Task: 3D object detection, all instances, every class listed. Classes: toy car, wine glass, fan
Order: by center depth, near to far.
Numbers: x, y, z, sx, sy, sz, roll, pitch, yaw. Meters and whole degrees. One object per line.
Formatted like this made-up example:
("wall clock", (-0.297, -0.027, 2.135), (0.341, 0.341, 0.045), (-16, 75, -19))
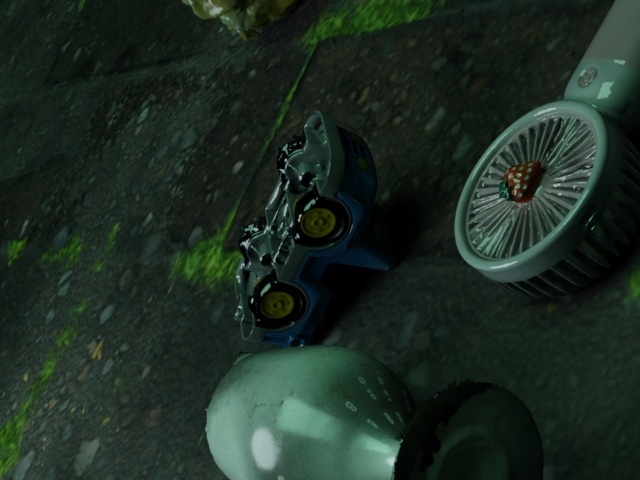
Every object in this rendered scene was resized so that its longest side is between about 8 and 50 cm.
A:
("wine glass", (0.025, 0.132, 0.936), (0.241, 0.126, 0.126), (7, 67, 56))
("fan", (0.178, -0.076, 0.963), (0.244, 0.074, 0.130), (-61, 28, -9))
("toy car", (0.000, 0.000, 1.149), (0.097, 0.100, 0.191), (-104, 33, -53))

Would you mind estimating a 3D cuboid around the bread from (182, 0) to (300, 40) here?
("bread", (-0.057, -0.362, 1.494), (0.252, 0.196, 0.239), (-41, 28, 22))
